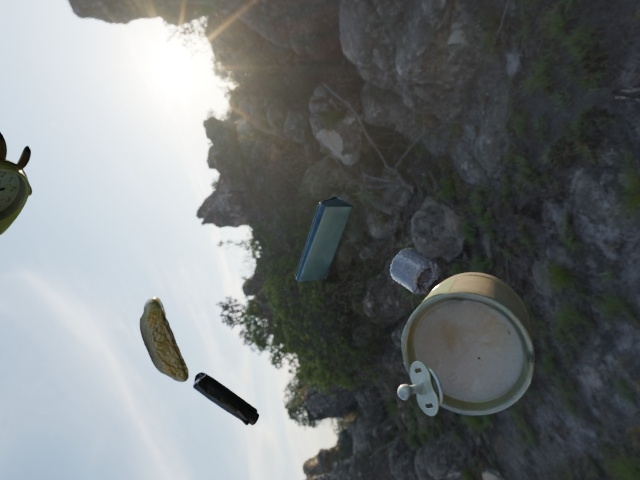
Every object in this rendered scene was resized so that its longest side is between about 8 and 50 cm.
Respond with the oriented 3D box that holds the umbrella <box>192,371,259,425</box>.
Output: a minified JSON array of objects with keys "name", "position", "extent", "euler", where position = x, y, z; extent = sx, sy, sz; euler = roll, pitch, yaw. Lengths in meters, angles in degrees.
[{"name":"umbrella","position":[-0.157,0.266,0.670],"extent":[0.133,0.031,0.036],"euler":[42,-145,-17]}]

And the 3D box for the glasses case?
[{"name":"glasses case","position":[0.000,0.000,1.180],"extent":[0.056,0.105,0.265],"euler":[50,131,42]}]

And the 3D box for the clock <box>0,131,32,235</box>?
[{"name":"clock","position":[-0.710,-0.115,0.857],"extent":[0.069,0.231,0.170],"euler":[32,174,10]}]

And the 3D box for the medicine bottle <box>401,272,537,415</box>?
[{"name":"medicine bottle","position":[0.344,0.193,0.911],"extent":[0.406,0.236,0.235],"euler":[-7,-97,-65]}]

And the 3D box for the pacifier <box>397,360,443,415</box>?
[{"name":"pacifier","position":[0.153,0.232,0.627],"extent":[0.068,0.064,0.083],"euler":[122,137,-61]}]

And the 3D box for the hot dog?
[{"name":"hot dog","position":[-0.420,0.269,1.065],"extent":[0.084,0.074,0.242],"euler":[-173,64,-75]}]

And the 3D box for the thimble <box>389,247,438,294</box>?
[{"name":"thimble","position":[0.323,0.108,1.381],"extent":[0.118,0.127,0.151],"euler":[36,175,40]}]
